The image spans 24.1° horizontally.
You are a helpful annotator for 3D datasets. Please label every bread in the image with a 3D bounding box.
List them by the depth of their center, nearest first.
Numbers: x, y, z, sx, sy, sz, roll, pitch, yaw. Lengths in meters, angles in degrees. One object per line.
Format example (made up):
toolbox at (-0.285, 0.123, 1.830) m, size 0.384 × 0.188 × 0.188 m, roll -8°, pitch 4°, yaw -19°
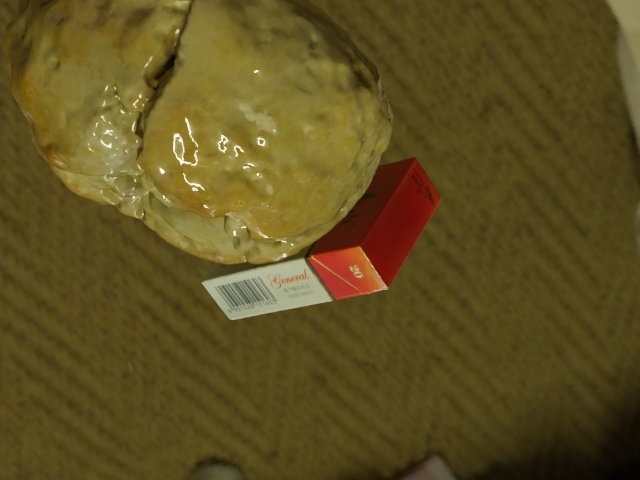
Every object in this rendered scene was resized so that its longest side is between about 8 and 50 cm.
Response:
bread at (-0.078, -0.074, 0.878) m, size 0.244 × 0.244 × 0.134 m, roll 33°, pitch 72°, yaw -33°

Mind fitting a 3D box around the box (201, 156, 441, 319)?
box at (0.000, 0.000, 1.058) m, size 0.152 × 0.100 × 0.048 m, roll -16°, pitch 122°, yaw 42°
